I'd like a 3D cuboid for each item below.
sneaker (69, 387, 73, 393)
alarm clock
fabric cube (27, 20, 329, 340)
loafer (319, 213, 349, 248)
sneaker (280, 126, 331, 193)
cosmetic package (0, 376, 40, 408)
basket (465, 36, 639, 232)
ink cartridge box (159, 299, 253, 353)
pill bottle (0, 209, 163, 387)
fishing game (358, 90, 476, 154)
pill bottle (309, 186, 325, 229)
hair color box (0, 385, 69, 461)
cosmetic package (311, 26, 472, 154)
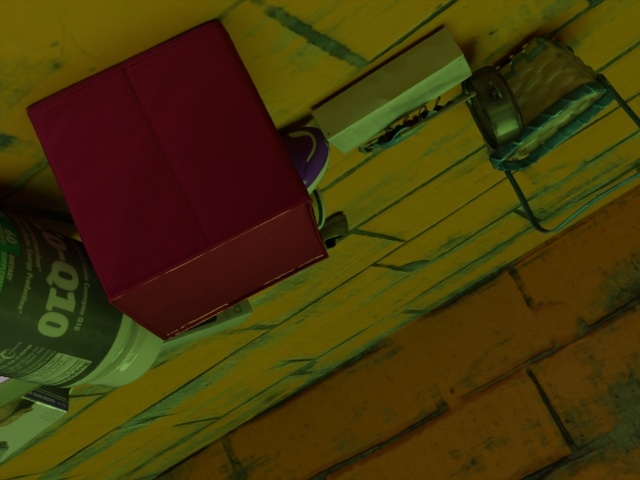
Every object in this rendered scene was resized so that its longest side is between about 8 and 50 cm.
[{"bbox_3d":[-0.591,0.330,1.986,0.208,0.081,0.094,-28,171,26],"label":"sneaker"},{"bbox_3d":[0.275,-0.217,1.477,0.064,0.129,0.192,-26,169,5],"label":"alarm clock"},{"bbox_3d":[-0.163,-0.064,1.161,0.259,0.258,0.254,-27,162,-4],"label":"fabric cube"},{"bbox_3d":[0.000,0.000,1.951,0.148,0.050,0.056,-37,161,28],"label":"loafer"},{"bbox_3d":[-0.123,-0.090,1.417,0.293,0.102,0.146,-32,156,5],"label":"sneaker"},{"bbox_3d":[-0.538,0.184,1.482,0.309,0.160,0.113,-28,164,6],"label":"cosmetic package"},{"bbox_3d":[0.412,-0.190,1.613,0.255,0.289,0.201,-37,160,32],"label":"basket"},{"bbox_3d":[-0.300,0.116,1.635,0.333,0.165,0.065,-17,161,-30],"label":"ink cartridge box"},{"bbox_3d":[-0.382,0.084,1.240,0.204,0.204,0.361,-33,151,17],"label":"pill bottle"},{"bbox_3d":[0.147,-0.196,1.540,0.189,0.041,0.264,-29,-175,-3],"label":"fishing game"},{"bbox_3d":[-0.090,-0.042,1.599,0.184,0.103,0.103,-17,160,-31],"label":"pill bottle"},{"bbox_3d":[-0.634,0.320,1.704,0.339,0.110,0.185,-37,132,25],"label":"hair color box"},{"bbox_3d":[0.110,-0.228,1.435,0.239,0.060,0.099,-31,166,10],"label":"cosmetic package"}]
